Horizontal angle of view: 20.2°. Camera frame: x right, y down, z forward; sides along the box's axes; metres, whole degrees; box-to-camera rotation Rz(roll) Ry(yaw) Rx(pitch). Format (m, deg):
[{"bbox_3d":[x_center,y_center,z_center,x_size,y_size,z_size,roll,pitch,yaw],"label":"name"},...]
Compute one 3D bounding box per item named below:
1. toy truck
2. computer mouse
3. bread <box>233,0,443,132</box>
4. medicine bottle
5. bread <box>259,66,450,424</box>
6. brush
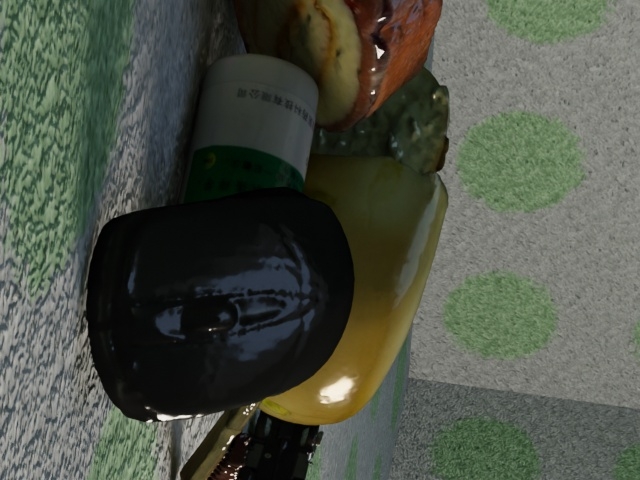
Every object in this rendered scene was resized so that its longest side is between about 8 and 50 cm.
[{"bbox_3d":[-0.049,0.264,1.832,0.201,0.074,0.088,-74,174,-50],"label":"toy truck"},{"bbox_3d":[-0.045,0.035,1.191,0.270,0.086,0.137,-15,103,-57],"label":"computer mouse"},{"bbox_3d":[0.008,-0.190,1.414,0.123,0.190,0.244,-36,161,-26],"label":"bread"},{"bbox_3d":[-0.065,-0.008,1.336,0.095,0.095,0.260,81,18,-67],"label":"medicine bottle"},{"bbox_3d":[0.000,0.000,1.555,0.333,0.160,0.333,-162,-90,-81],"label":"bread"},{"bbox_3d":[-0.063,0.147,1.396,0.248,0.036,0.043,123,-19,-50],"label":"brush"}]
